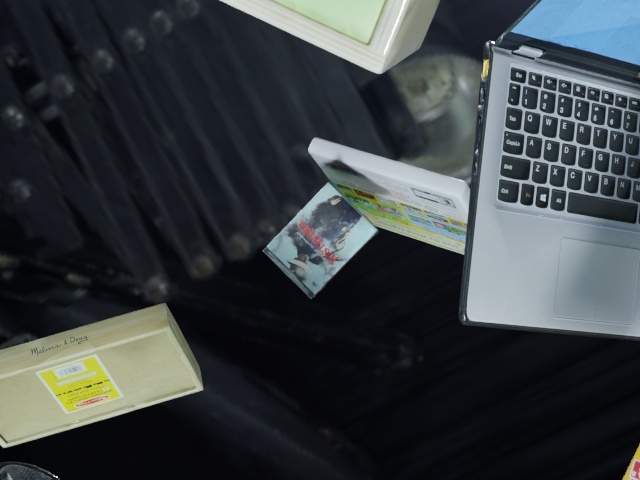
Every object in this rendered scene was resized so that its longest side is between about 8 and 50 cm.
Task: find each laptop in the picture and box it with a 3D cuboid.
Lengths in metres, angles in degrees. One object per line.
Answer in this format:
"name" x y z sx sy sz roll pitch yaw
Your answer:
"laptop" 0.361 -0.102 1.209 0.382 0.236 0.407 8 -92 -35

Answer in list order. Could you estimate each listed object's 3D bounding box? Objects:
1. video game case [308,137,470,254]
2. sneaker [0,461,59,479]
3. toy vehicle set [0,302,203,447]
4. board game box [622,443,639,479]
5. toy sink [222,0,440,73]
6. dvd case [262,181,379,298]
"video game case" 0.115 -0.050 1.696 0.026 0.227 0.206 -63 -31 -15
"sneaker" -0.181 0.271 0.936 0.229 0.132 0.086 38 -140 22
"toy vehicle set" -0.291 0.167 1.582 0.166 0.267 0.035 75 179 -55
"board game box" 0.226 0.224 0.883 0.124 0.259 0.039 17 -167 -40
"toy sink" 0.033 -0.264 0.938 0.153 0.234 0.131 27 -156 9
"dvd case" 0.000 0.000 1.597 0.087 0.119 0.013 45 -170 4
